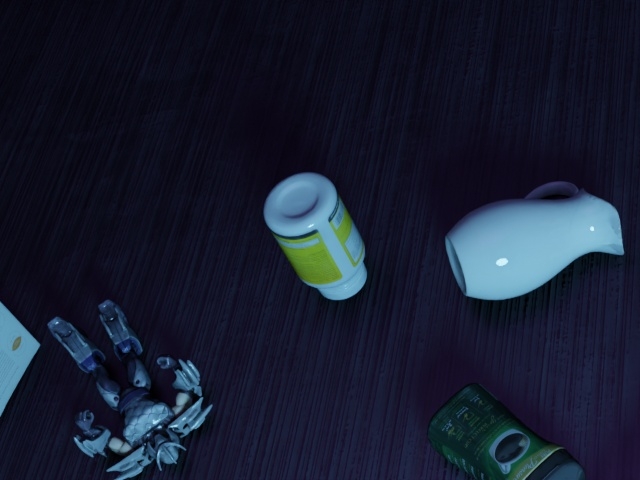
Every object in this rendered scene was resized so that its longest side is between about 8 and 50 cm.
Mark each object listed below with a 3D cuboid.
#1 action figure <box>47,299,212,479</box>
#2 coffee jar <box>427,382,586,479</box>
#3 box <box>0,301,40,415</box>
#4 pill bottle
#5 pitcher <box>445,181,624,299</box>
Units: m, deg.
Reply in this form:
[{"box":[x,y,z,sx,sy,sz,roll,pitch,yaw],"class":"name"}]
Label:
[{"box":[-0.264,0.206,1.707,0.185,0.099,0.285,-30,51,-13],"class":"action figure"},{"box":[0.218,0.253,1.465,0.096,0.079,0.184,-40,48,-14],"class":"coffee jar"},{"box":[-0.507,0.153,1.804,0.091,0.170,0.130,8,58,27],"class":"box"},{"box":[0.000,0.000,1.692,0.103,0.184,0.103,-12,50,15],"class":"pill bottle"},{"box":[0.267,-0.010,1.641,0.207,0.125,0.177,-18,27,-4],"class":"pitcher"}]
